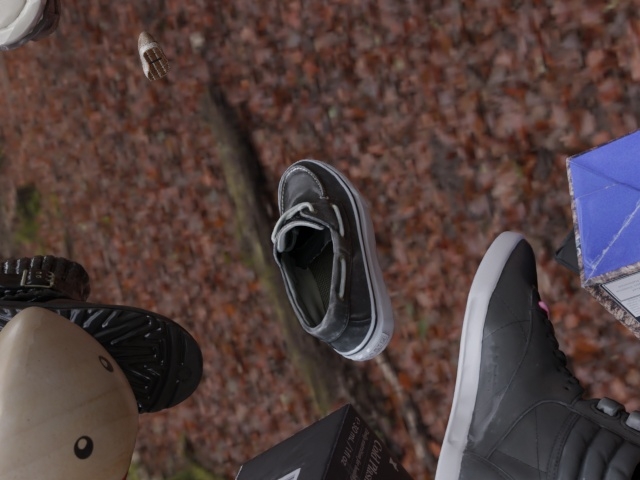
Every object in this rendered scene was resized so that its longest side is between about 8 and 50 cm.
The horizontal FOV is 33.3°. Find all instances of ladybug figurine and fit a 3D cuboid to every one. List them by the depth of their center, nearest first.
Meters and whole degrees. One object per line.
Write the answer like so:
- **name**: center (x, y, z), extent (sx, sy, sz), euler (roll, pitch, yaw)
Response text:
- **ladybug figurine**: center (-0.299, 0.255, 1.134), extent (0.449, 0.162, 0.305), euler (120, 161, -50)

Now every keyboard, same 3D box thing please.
- **keyboard**: center (0.394, 0.022, 1.412), extent (0.038, 0.100, 0.192), euler (34, -176, -29)

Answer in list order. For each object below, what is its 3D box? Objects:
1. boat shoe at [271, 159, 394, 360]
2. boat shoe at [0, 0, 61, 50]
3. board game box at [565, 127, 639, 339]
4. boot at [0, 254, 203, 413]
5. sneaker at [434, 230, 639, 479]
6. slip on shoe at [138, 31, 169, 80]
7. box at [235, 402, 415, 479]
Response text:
- **boat shoe**: center (0.000, 0.000, 1.368), extent (0.119, 0.121, 0.335), euler (30, -154, -40)
- **boat shoe**: center (-0.339, -0.263, 0.818), extent (0.324, 0.116, 0.097), euler (37, -174, -2)
- **board game box**: center (0.397, 0.009, 0.961), extent (0.291, 0.232, 0.141), euler (37, -137, -40)
- **boot**: center (-0.322, 0.113, 1.427), extent (0.260, 0.348, 0.131), euler (-105, 27, -80)
- **sneaker**: center (0.174, 0.117, 0.784), extent (0.104, 0.147, 0.295), euler (74, -155, -46)
- **slip on shoe**: center (-0.325, -0.353, 2.052), extent (0.135, 0.051, 0.041), euler (77, 167, -73)
- **box**: center (0.046, 0.639, 1.908), extent (0.471, 0.297, 0.480), euler (52, -157, -12)
